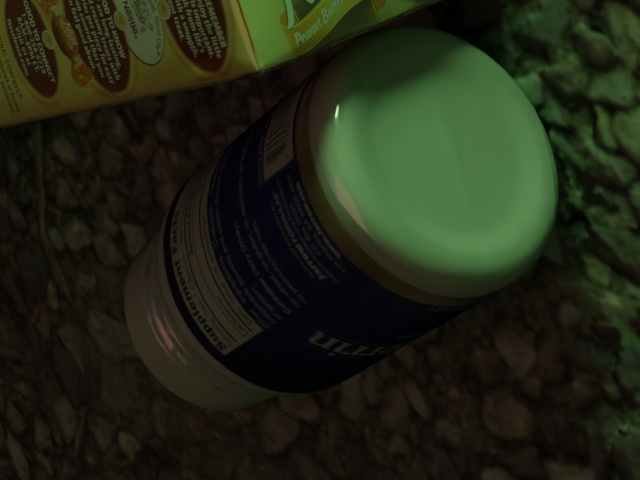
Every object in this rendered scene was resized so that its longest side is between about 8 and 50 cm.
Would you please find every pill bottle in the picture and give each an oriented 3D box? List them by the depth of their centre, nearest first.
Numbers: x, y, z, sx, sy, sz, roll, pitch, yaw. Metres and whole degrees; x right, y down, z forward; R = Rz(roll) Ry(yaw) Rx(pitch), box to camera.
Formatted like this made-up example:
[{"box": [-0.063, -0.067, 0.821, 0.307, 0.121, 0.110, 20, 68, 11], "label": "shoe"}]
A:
[{"box": [0.000, 0.000, 1.069, 0.264, 0.153, 0.153, -35, 84, 51], "label": "pill bottle"}]

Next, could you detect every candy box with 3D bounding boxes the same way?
[{"box": [-0.081, -0.136, 1.055, 0.316, 0.183, 0.088, -5, 108, 48], "label": "candy box"}]

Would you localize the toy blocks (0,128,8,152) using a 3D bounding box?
[{"box": [-0.328, -0.210, 1.246, 0.381, 0.190, 0.261, 76, 170, -65], "label": "toy blocks"}]
